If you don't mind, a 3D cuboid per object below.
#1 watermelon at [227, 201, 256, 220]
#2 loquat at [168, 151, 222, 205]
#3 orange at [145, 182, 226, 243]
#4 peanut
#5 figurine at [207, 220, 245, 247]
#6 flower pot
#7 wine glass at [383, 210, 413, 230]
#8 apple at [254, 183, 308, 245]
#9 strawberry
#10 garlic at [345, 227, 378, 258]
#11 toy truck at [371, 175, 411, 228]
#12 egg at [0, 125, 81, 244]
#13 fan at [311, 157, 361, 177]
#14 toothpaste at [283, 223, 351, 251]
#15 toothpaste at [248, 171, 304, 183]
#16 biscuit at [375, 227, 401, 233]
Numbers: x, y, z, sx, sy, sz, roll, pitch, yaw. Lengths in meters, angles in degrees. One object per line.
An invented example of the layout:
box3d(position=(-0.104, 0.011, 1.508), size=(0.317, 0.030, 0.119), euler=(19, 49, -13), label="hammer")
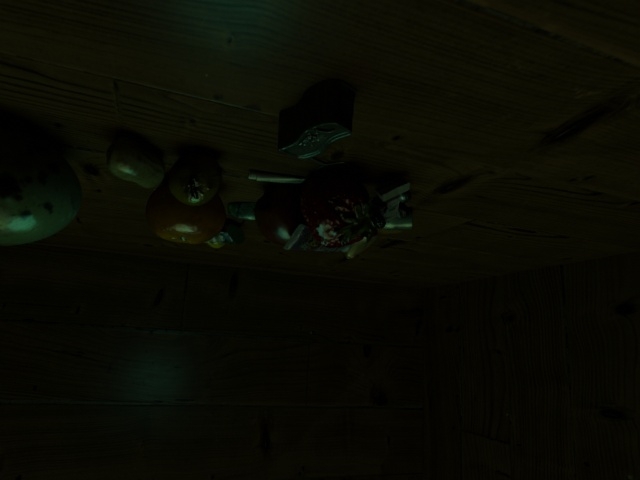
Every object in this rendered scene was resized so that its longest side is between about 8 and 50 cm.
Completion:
box3d(position=(-0.300, -0.114, 1.931), size=(0.187, 0.070, 0.139), euler=(2, 171, 3), label="watermelon")
box3d(position=(-0.394, -0.199, 1.414), size=(0.150, 0.172, 0.204), euler=(29, -162, -36), label="loquat")
box3d(position=(-0.493, -0.105, 1.666), size=(0.284, 0.225, 0.284), euler=(1, 171, 0), label="orange")
box3d(position=(-0.562, -0.233, 1.385), size=(0.137, 0.122, 0.253), euler=(9, 173, 16), label="peanut")
box3d(position=(-0.506, -0.032, 2.223), size=(0.235, 0.127, 0.185), euler=(7, 166, 32), label="figurine")
box3d(position=(-0.010, -0.279, 1.071), size=(0.103, 0.108, 0.229), euler=(11, 166, -32), label="flower pot")
box3d(position=(0.277, -0.086, 1.847), size=(0.203, 0.092, 0.093), euler=(1, 166, 9), label="wine glass")
box3d(position=(-0.134, -0.092, 1.675), size=(0.234, 0.233, 0.234), euler=(3, 167, 1), label="apple")
box3d(position=(0.042, -0.109, 1.516), size=(0.257, 0.257, 0.277), euler=(18, -163, -47), label="strawberry")
box3d(position=(0.182, -0.010, 2.044), size=(0.146, 0.164, 0.245), euler=(23, 158, -7), label="garlic")
box3d(position=(0.237, -0.138, 1.582), size=(0.136, 0.111, 0.285), euler=(-26, 158, -8), label="toy truck")
box3d(position=(-0.916, -0.155, 1.319), size=(0.346, 0.344, 0.428), euler=(-1, 179, 18), label="egg")
box3d(position=(0.030, -0.236, 1.451), size=(0.132, 0.009, 0.220), euler=(-9, 162, 41), label="fan")
box3d(position=(0.000, 0.000, 1.651), size=(0.299, 0.073, 0.114), euler=(7, 127, -49), label="toothpaste")
box3d(position=(-0.152, -0.214, 1.551), size=(0.191, 0.031, 0.048), euler=(4, 164, -16), label="toothpaste")
box3d(position=(0.319, -0.047, 2.147), size=(0.140, 0.023, 0.118), euler=(4, 166, -4), label="biscuit")
